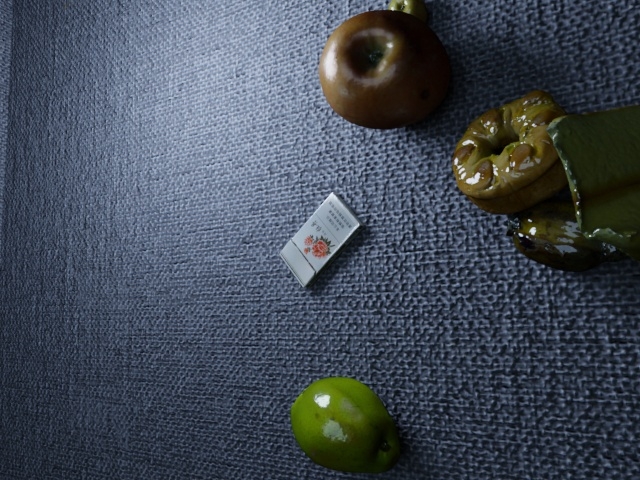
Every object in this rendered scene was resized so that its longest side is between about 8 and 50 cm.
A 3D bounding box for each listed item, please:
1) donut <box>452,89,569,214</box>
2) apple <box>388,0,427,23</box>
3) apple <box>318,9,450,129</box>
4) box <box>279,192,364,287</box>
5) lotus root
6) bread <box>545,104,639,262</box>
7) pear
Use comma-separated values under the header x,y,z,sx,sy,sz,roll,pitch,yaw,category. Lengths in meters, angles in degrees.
x,y,z,sx,sy,sz,roll,pitch,yaw,category
0.335,-0.150,1.063,0.226,0.114,0.227,-30,36,25,donut
0.180,-0.472,1.277,0.084,0.071,0.084,-4,82,34,apple
0.123,-0.333,1.202,0.253,0.253,0.254,-5,81,34,apple
0.000,0.000,1.366,0.198,0.029,0.109,-48,60,19,box
0.415,-0.008,1.032,0.209,0.120,0.120,18,94,39,lotus root
0.486,-0.097,0.844,0.245,0.361,0.233,-38,64,28,bread
0.053,0.364,1.188,0.219,0.187,0.188,31,101,40,pear
